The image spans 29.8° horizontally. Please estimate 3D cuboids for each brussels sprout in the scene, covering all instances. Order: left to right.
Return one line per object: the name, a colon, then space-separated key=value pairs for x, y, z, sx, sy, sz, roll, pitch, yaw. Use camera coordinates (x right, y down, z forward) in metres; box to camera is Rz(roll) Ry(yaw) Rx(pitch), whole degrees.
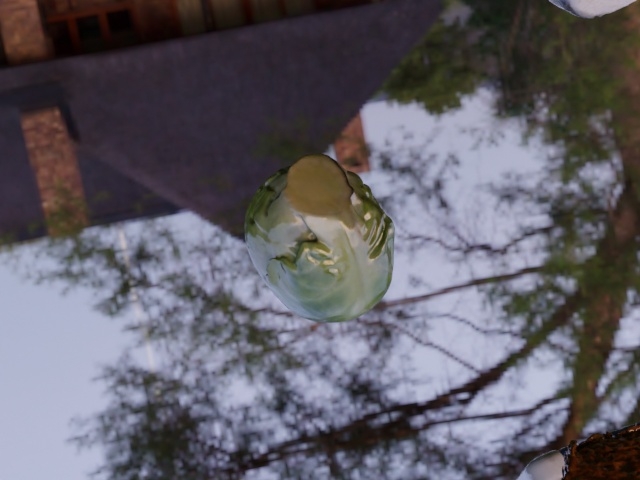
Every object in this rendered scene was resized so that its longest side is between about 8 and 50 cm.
brussels sprout: x=0.000 y=0.000 z=1.644 sx=0.244 sy=0.244 sz=0.244 roll=-10 pitch=-171 yaw=2

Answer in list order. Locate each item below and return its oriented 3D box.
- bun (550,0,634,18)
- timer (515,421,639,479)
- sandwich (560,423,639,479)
bun: x=0.274 y=-0.309 z=1.168 sx=0.173 sy=0.120 sz=0.173 roll=-23 pitch=152 yaw=-13
timer: x=0.274 y=0.271 z=1.245 sx=0.178 sy=0.078 sz=0.253 roll=-16 pitch=155 yaw=-15
sandwich: x=0.264 y=0.210 z=0.911 sx=0.235 sy=0.079 sz=0.159 roll=-10 pitch=-154 yaw=-18
